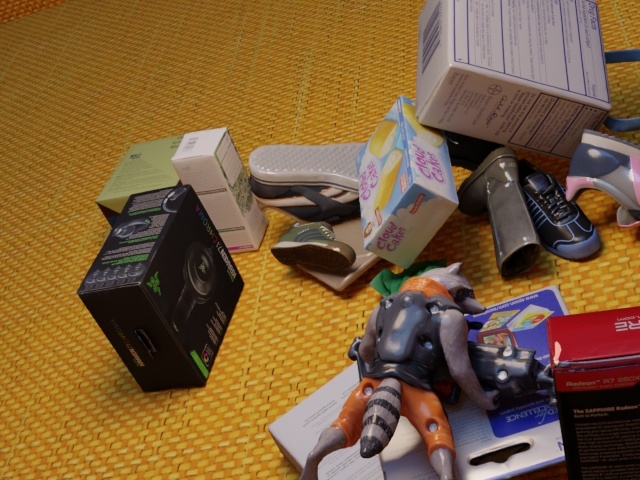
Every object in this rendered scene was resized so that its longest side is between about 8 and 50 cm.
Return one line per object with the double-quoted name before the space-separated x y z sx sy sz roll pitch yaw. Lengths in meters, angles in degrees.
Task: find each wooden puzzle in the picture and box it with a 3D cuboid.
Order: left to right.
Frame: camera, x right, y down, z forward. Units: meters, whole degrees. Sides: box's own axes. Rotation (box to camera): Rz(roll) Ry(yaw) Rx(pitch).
"wooden puzzle" 0.060 -0.003 1.953 0.221 0.044 0.239 -38 31 -18

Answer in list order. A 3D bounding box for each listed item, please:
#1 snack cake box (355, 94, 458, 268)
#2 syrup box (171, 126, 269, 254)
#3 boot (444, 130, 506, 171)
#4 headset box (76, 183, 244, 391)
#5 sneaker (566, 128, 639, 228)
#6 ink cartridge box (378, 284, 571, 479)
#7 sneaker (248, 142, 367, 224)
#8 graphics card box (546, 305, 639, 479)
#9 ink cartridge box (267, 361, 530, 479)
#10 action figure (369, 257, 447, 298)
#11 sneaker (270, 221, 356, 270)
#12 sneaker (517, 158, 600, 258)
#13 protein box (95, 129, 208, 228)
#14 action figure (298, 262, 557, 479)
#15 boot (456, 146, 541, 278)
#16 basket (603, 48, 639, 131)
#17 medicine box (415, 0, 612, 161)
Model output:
"snack cake box" 0.137 -0.100 1.757 0.152 0.089 0.264 -53 23 31
"syrup box" -0.189 -0.091 2.050 0.096 0.236 0.093 -7 37 21
"boot" 0.240 -0.239 2.006 0.094 0.207 0.246 -40 36 -21
"headset box" -0.271 0.088 1.849 0.131 0.246 0.283 -9 36 23
"sneaker" 0.536 -0.061 1.666 0.319 0.112 0.131 27 99 27
"ink cartridge box" 0.217 0.217 1.417 0.304 0.072 0.307 -18 38 6
"sneaker" 0.029 -0.103 1.984 0.321 0.127 0.126 4 42 4
"graphics card box" 0.374 0.228 1.118 0.233 0.370 0.094 -9 33 12
"ink cartridge box" 0.138 0.269 1.505 0.324 0.071 0.330 -34 38 -14
"action figure" 0.145 0.079 1.686 0.137 0.063 0.232 -23 6 7
"sneaker" 0.000 0.000 1.885 0.192 0.064 0.086 2 46 46
"sneaker" 0.380 -0.055 1.770 0.081 0.090 0.232 -29 33 -6
"protein box" -0.325 -0.108 2.250 0.200 0.136 0.201 -8 38 25
"action figure" 0.150 0.166 1.320 0.341 0.178 0.330 -3 49 27
"boot" 0.299 -0.027 1.787 0.076 0.189 0.208 -3 59 -17
"basket" 0.604 -0.271 1.821 0.289 0.201 0.254 -10 36 4
"medicine box" 0.321 -0.303 1.801 0.289 0.149 0.263 14 52 -11
